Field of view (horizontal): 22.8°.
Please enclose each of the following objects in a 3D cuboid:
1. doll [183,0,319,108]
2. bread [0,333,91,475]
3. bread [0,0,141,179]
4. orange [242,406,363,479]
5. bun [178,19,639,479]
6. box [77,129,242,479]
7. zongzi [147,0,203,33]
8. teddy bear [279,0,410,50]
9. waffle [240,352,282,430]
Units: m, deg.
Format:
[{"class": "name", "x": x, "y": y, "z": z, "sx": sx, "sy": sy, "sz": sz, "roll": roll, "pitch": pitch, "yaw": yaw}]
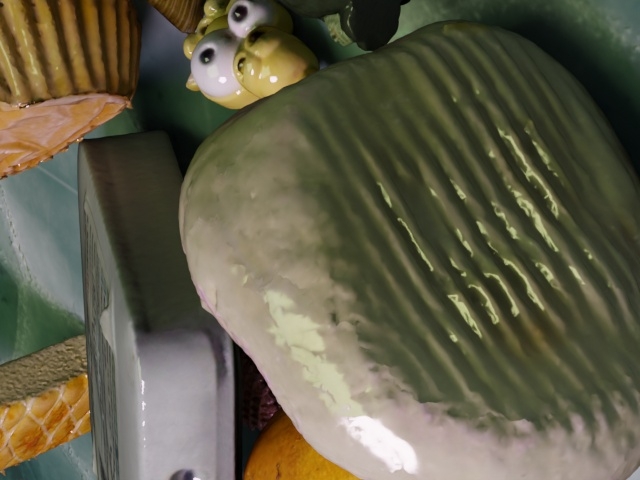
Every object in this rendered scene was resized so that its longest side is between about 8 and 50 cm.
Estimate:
[{"class": "doll", "x": -0.006, "y": -0.121, "z": 1.273, "sx": 0.291, "sy": 0.086, "sz": 0.117, "roll": 36, "pitch": 93, "yaw": 33}, {"class": "bread", "x": -0.312, "y": 0.179, "z": 1.689, "sx": 0.068, "sy": 0.188, "sz": 0.125, "roll": 49, "pitch": 138, "yaw": 25}, {"class": "bread", "x": -0.264, "y": -0.145, "z": 1.391, "sx": 0.240, "sy": 0.240, "sz": 0.139, "roll": -36, "pitch": 69, "yaw": 50}, {"class": "orange", "x": 0.053, "y": 0.215, "z": 1.275, "sx": 0.240, "sy": 0.240, "sz": 0.240, "roll": 25, "pitch": 127, "yaw": 38}, {"class": "bun", "x": 0.074, "y": 0.025, "z": 1.075, "sx": 0.361, "sy": 0.361, "sz": 0.213, "roll": 56, "pitch": 148, "yaw": 9}, {"class": "box", "x": -0.146, "y": 0.146, "z": 1.422, "sx": 0.396, "sy": 0.111, "sz": 0.396, "roll": -116, "pitch": 23, "yaw": -57}, {"class": "zongzi", "x": -0.185, "y": -0.265, "z": 1.258, "sx": 0.134, "sy": 0.286, "sz": 0.288, "roll": -4, "pitch": 114, "yaw": 24}, {"class": "teddy bear", "x": -0.019, "y": -0.250, "z": 1.190, "sx": 0.251, "sy": 0.144, "sz": 0.171, "roll": 27, "pitch": 99, "yaw": 49}, {"class": "waffle", "x": -0.067, "y": 0.145, "z": 1.524, "sx": 0.083, "sy": 0.029, "sz": 0.075, "roll": -30, "pitch": 86, "yaw": 53}]
